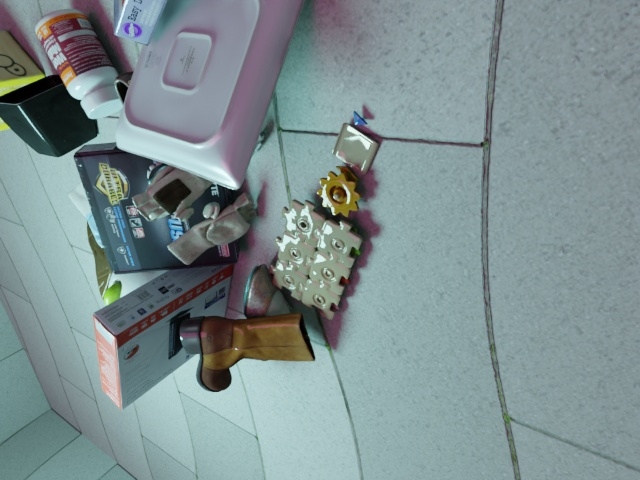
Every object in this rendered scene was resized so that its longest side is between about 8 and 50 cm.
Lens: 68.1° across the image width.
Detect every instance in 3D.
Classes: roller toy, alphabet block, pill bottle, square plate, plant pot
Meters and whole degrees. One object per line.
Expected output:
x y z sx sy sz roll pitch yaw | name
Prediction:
-0.458 0.130 1.297 0.146 0.209 0.191 28 165 26 | roller toy
-0.946 -0.459 1.370 0.197 0.192 0.193 49 137 9 | alphabet block
-0.553 -0.409 1.109 0.121 0.121 0.221 -20 100 45 | pill bottle
-0.214 -0.295 0.812 0.343 0.049 0.348 21 93 31 | square plate
-0.718 -0.330 1.268 0.187 0.188 0.167 14 135 34 | plant pot

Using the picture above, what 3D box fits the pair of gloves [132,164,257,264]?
-0.237 -0.061 0.952 0.042 0.204 0.240 51 168 39 | pair of gloves

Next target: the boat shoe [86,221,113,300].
-0.590 0.010 1.390 0.123 0.123 0.342 -21 79 35 | boat shoe

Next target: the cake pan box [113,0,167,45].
-0.280 -0.509 0.773 0.245 0.070 0.267 -30 62 48 | cake pan box

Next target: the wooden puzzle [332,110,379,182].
0.059 -0.157 0.811 0.078 0.014 0.116 40 134 10 | wooden puzzle

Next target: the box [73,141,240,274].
-0.344 -0.075 1.044 0.293 0.073 0.296 -4 119 -1 | box

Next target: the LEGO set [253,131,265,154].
-0.221 -0.284 0.908 0.287 0.107 0.132 50 136 6 | LEGO set

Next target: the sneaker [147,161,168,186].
-0.270 -0.142 0.933 0.166 0.076 0.065 -28 116 8 | sneaker

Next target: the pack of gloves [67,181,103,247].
-0.590 -0.107 1.294 0.195 0.046 0.232 -41 76 11 | pack of gloves

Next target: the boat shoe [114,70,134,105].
-0.358 -0.219 1.070 0.116 0.096 0.325 -1 113 42 | boat shoe

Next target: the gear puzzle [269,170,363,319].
0.000 0.000 0.931 0.175 0.044 0.339 30 132 15 | gear puzzle

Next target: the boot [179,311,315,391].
-0.151 0.260 1.098 0.280 0.096 0.264 -4 124 6 | boot

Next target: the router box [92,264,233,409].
-0.375 0.210 1.168 0.082 0.335 0.301 35 134 20 | router box

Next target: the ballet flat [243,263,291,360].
-0.127 0.181 1.122 0.106 0.108 0.316 21 134 5 | ballet flat
